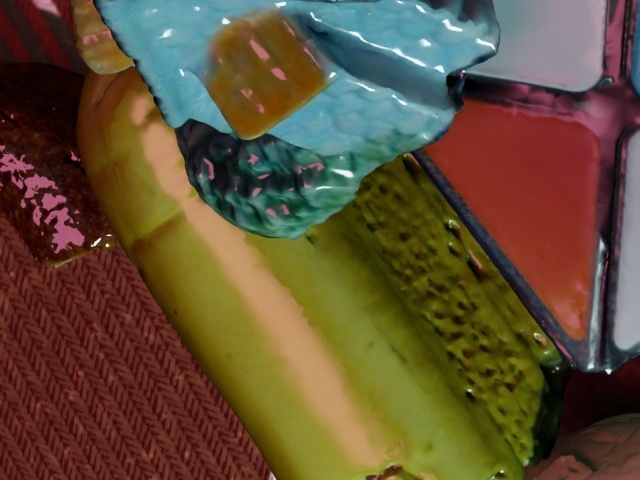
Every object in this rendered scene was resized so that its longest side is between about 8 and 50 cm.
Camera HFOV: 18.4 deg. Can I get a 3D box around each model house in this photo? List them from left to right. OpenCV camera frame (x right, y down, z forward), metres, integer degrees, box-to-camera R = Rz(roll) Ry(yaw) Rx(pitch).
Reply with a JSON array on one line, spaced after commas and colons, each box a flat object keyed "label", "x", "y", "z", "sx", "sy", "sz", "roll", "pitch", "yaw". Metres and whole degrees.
[{"label": "model house", "x": -0.072, "y": -0.164, "z": 1.023, "sx": 0.226, "sy": 0.241, "sz": 0.261, "roll": -30, "pitch": 57, "yaw": 35}]

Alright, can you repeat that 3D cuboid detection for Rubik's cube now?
[{"label": "Rubik's cube", "x": 0.207, "y": -0.107, "z": 1.123, "sx": 0.246, "sy": 0.248, "sz": 0.250, "roll": -40, "pitch": 87, "yaw": 34}]

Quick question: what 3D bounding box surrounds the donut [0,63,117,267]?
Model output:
[{"label": "donut", "x": -0.213, "y": -0.062, "z": 1.457, "sx": 0.144, "sy": 0.126, "sz": 0.186, "roll": -34, "pitch": 91, "yaw": 28}]

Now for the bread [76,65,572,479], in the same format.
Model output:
[{"label": "bread", "x": 0.000, "y": 0.000, "z": 1.293, "sx": 0.208, "sy": 0.251, "sz": 0.376, "roll": -25, "pitch": 99, "yaw": 51}]

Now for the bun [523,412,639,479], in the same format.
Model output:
[{"label": "bun", "x": 0.210, "y": 0.220, "z": 1.306, "sx": 0.244, "sy": 0.153, "sz": 0.243, "roll": 0, "pitch": 109, "yaw": 1}]
